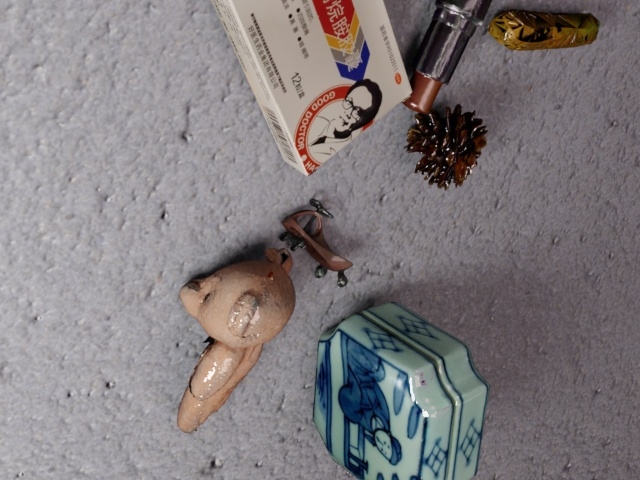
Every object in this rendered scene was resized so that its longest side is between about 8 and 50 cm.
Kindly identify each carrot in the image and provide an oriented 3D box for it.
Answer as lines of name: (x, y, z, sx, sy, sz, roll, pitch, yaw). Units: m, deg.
carrot: (0.370, -0.344, 1.691, 0.228, 0.069, 0.069, -9, 118, -35)

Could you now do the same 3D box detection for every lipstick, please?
lipstick: (0.204, -0.332, 1.559, 0.081, 0.081, 0.300, 16, 102, -41)

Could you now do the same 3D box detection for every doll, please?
doll: (-0.157, 0.144, 1.526, 0.303, 0.156, 0.201, -57, 177, 27)

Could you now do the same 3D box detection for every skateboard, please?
skateboard: (0.000, 0.000, 1.600, 0.080, 0.067, 0.151, -54, 130, -13)

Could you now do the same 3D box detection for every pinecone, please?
pinecone: (0.195, -0.152, 1.622, 0.120, 0.140, 0.140, 20, 102, -9)

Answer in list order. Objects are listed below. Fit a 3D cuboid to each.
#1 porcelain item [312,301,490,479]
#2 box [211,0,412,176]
porcelain item: (0.119, 0.267, 1.679, 0.157, 0.286, 0.282, -19, 126, -35)
box: (-0.009, -0.283, 1.419, 0.214, 0.069, 0.353, -40, 137, -15)
